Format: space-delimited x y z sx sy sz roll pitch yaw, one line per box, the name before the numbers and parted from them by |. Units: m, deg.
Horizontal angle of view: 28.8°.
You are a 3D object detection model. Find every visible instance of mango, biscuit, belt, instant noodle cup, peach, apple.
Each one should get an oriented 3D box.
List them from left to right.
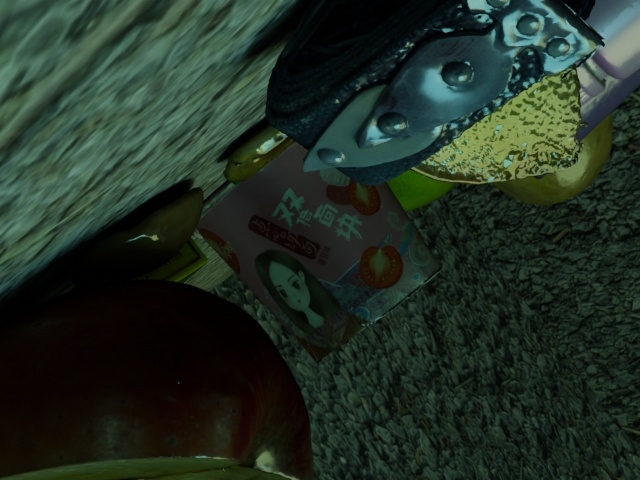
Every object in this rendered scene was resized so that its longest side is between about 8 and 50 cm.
apple | -0.194 0.183 1.159 0.365 0.328 0.295 -12 -148 23
instant noodle cup | 0.000 0.000 1.488 0.243 0.231 0.243 -37 178 -2
biscuit | 0.005 -0.137 1.199 0.247 0.029 0.118 -39 -179 -5
mango | 0.111 -0.127 1.676 0.192 0.156 0.343 -25 171 -4
belt | 0.056 -0.134 0.801 0.218 0.128 0.122 -36 -143 32
peach | 0.140 -0.145 1.157 0.189 0.279 0.068 -46 -142 17

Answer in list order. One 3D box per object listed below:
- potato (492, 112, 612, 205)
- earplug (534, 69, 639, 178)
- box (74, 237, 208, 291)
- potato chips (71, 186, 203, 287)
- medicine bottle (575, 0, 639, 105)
potato | 0.336 -0.215 1.798 0.290 0.296 0.397 -39 -179 -29
earplug | 0.347 -0.294 1.423 0.456 0.215 0.215 -42 178 11
box | -0.240 0.077 1.397 0.220 0.064 0.141 -41 177 43
potato chips | -0.168 0.006 1.191 0.150 0.049 0.202 -32 -177 -16
medicine bottle | 0.293 -0.263 1.226 0.291 0.178 0.178 -37 179 19
